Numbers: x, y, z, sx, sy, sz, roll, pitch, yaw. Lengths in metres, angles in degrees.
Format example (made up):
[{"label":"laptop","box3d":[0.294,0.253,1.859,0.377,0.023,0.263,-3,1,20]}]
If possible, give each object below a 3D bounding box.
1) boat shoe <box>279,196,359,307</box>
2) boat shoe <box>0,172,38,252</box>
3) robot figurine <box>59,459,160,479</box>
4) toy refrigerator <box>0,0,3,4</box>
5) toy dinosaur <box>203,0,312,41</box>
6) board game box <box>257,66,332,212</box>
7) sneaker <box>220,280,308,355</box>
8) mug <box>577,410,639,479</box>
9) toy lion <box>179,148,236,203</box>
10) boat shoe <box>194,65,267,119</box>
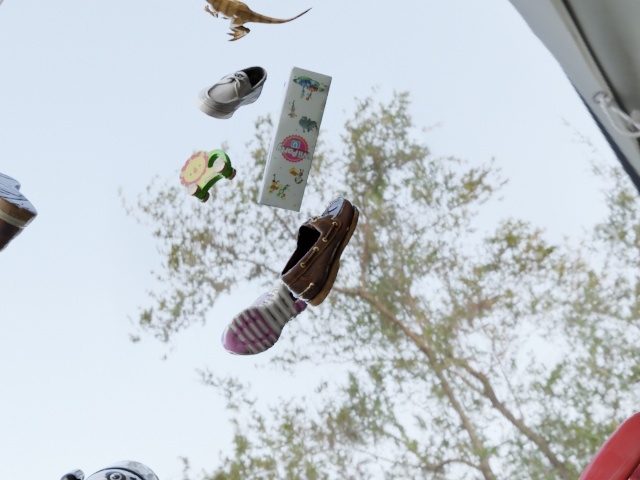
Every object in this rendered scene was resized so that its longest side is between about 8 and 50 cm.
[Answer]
[{"label":"boat shoe","box3d":[0.000,0.000,1.025,0.073,0.207,0.073,38,-48,-16]},{"label":"boat shoe","box3d":[-0.662,-0.068,1.388,0.123,0.342,0.123,29,-88,-44]},{"label":"robot figurine","box3d":[-0.410,0.541,1.433,0.209,0.174,0.278,-9,-10,-7]},{"label":"toy refrigerator","box3d":[-0.367,-0.363,0.766,0.269,0.094,0.102,-37,-9,29]},{"label":"toy dinosaur","box3d":[-0.133,-0.386,1.204,0.211,0.112,0.064,15,-97,-13]},{"label":"board game box","box3d":[-0.065,-0.222,1.603,0.097,0.224,0.303,12,-87,-7]},{"label":"sneaker","box3d":[-0.125,0.166,1.443,0.104,0.236,0.095,-27,-82,43]},{"label":"mug","box3d":[0.171,0.189,0.445,0.113,0.150,0.169,-20,-22,39]},{"label":"toy lion","box3d":[-0.194,-0.118,1.175,0.100,0.096,0.034,-37,-41,17]},{"label":"boat shoe","box3d":[-0.139,-0.248,1.150,0.063,0.066,0.184,-54,-10,31]}]
